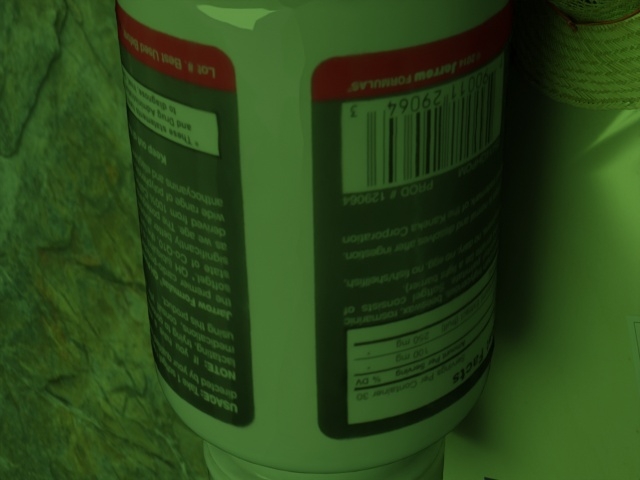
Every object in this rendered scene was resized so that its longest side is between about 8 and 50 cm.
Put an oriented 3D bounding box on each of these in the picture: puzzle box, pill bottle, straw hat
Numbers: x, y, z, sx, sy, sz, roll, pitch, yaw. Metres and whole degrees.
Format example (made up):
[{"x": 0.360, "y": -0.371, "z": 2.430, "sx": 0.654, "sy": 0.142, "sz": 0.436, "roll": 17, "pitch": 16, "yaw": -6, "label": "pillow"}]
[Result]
[{"x": 0.124, "y": 0.095, "z": 0.708, "sx": 0.272, "sy": 0.052, "sz": 0.408, "roll": 4, "pitch": 111, "yaw": 46, "label": "puzzle box"}, {"x": 0.000, "y": 0.000, "z": 0.615, "sx": 0.176, "sy": 0.176, "sz": 0.318, "roll": 26, "pitch": 130, "yaw": 37, "label": "pill bottle"}, {"x": 0.120, "y": -0.130, "z": 0.553, "sx": 0.144, "sy": 0.061, "sz": 0.144, "roll": -13, "pitch": 72, "yaw": 44, "label": "straw hat"}]
